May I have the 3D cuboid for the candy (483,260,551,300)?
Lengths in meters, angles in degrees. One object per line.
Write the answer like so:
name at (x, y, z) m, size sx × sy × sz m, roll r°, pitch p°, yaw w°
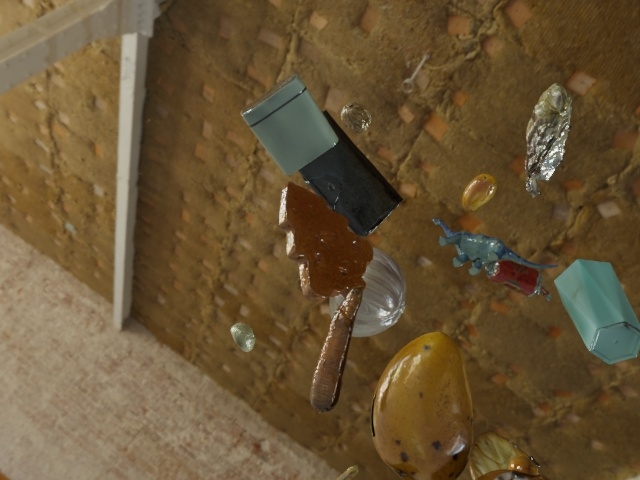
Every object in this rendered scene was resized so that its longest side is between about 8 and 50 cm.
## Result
candy at (0.585, 0.106, 1.829) m, size 0.292 × 0.086 × 0.059 m, roll 23°, pitch -20°, yaw -12°

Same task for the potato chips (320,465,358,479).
potato chips at (0.047, 0.611, 1.546) m, size 0.026 × 0.037 × 0.204 m, roll 3°, pitch -31°, yaw -25°

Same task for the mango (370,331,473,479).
mango at (0.190, 0.314, 1.134) m, size 0.191 × 0.290 × 0.160 m, roll 7°, pitch -2°, yaw -16°

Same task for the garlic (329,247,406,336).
garlic at (0.174, 0.190, 2.124) m, size 0.259 × 0.317 × 0.317 m, roll 30°, pitch -38°, yaw 9°

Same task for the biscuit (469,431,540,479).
biscuit at (0.521, 0.649, 1.726) m, size 0.203 × 0.260 × 0.041 m, roll -1°, pitch -62°, yaw -3°

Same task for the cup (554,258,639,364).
cup at (0.619, 0.155, 1.328) m, size 0.134 × 0.236 × 0.148 m, roll 30°, pitch -65°, yaw -10°

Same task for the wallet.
wallet at (0.057, -0.168, 1.557) m, size 0.318 × 0.172 × 0.045 m, roll 48°, pitch -14°, yaw -9°

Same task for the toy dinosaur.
toy dinosaur at (0.361, 0.024, 1.397) m, size 0.329 × 0.144 × 0.076 m, roll 24°, pitch -57°, yaw 38°

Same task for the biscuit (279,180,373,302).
biscuit at (0.000, 0.000, 1.383) m, size 0.043 × 0.284 × 0.306 m, roll -34°, pitch -93°, yaw 39°

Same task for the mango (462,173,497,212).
mango at (0.311, -0.091, 1.194) m, size 0.046 × 0.060 × 0.089 m, roll 61°, pitch -43°, yaw 43°

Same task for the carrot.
carrot at (0.031, 0.196, 1.121) m, size 0.059 × 0.248 × 0.059 m, roll 16°, pitch -8°, yaw 2°

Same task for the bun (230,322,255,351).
bun at (-0.207, 0.260, 1.649) m, size 0.086 × 0.055 × 0.086 m, roll 56°, pitch -6°, yaw 9°

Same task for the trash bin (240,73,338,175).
trash bin at (-0.051, -0.194, 1.019) m, size 0.116 × 0.059 × 0.130 m, roll -33°, pitch -65°, yaw 8°

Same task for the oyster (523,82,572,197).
oyster at (0.553, -0.237, 1.489) m, size 0.100 × 0.275 × 0.271 m, roll 12°, pitch -80°, yaw 20°

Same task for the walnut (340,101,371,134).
walnut at (0.101, -0.342, 1.698) m, size 0.082 × 0.079 × 0.096 m, roll -31°, pitch -59°, yaw 26°

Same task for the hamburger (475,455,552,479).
hamburger at (0.376, 0.536, 1.108) m, size 0.276 × 0.237 × 0.276 m, roll 26°, pitch -5°, yaw 2°
